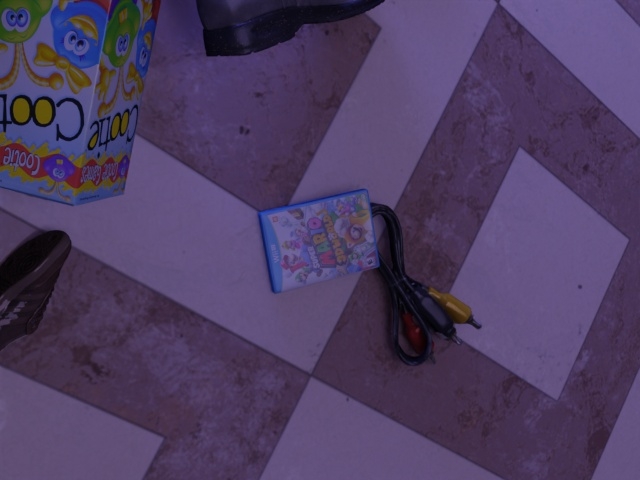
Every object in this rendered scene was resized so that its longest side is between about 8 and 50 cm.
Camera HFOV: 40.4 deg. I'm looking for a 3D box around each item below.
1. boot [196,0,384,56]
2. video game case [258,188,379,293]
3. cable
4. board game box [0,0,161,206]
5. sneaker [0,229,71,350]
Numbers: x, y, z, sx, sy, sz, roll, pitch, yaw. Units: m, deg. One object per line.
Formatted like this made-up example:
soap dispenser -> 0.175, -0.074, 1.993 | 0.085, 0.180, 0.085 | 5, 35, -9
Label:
boot -> -0.037, -0.381, 1.099 | 0.338, 0.118, 0.222 | -35, 120, -42
video game case -> 0.000, 0.000, 1.253 | 0.166, 0.015, 0.119 | -14, 103, -18
cable -> 0.125, 0.078, 1.347 | 0.139, 0.072, 0.287 | -40, 102, -3
board game box -> -0.278, -0.192, 0.949 | 0.142, 0.144, 0.275 | 15, 101, 7
sneaker -> -0.359, 0.071, 1.045 | 0.188, 0.066, 0.071 | -48, 133, -12
